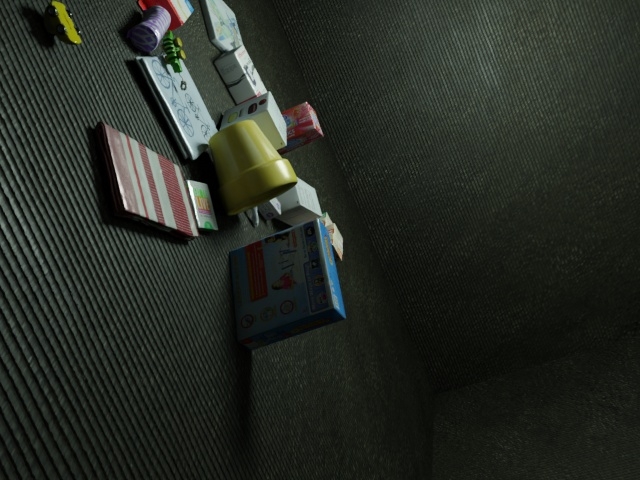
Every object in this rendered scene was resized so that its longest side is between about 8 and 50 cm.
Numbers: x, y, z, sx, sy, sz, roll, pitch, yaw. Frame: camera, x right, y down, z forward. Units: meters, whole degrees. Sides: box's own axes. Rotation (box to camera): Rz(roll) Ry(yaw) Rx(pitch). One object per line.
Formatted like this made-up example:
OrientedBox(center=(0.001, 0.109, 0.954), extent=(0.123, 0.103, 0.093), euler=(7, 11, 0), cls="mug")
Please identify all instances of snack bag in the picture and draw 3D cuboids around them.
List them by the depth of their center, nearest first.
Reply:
OrientedBox(center=(-0.432, -0.430, 1.793), extent=(0.342, 0.037, 0.323), euler=(-78, 144, -68), cls="snack bag")

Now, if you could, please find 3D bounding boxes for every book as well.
OrientedBox(center=(-0.348, -0.097, 1.657), extent=(0.096, 0.035, 0.144), euler=(10, 62, -68), cls="book")

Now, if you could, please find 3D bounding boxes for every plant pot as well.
OrientedBox(center=(-0.233, -0.237, 1.827), extent=(0.239, 0.254, 0.254), euler=(64, 16, 1), cls="plant pot")

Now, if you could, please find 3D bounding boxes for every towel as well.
OrientedBox(center=(-0.425, -0.134, 1.438), extent=(0.329, 0.037, 0.237), euler=(32, 38, -68), cls="towel")

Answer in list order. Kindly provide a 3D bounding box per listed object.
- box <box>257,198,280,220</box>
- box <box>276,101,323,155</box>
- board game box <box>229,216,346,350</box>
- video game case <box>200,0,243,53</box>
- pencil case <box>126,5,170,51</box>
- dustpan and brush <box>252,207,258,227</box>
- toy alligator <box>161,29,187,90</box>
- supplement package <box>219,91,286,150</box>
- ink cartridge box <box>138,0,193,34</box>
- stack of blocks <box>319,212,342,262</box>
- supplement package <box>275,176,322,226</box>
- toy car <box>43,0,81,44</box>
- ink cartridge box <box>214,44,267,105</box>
OrientedBox(center=(-0.246, -0.199, 2.061), extent=(0.324, 0.067, 0.063), euler=(55, 21, -44), cls="box")
OrientedBox(center=(-0.135, -0.456, 2.406), extent=(0.122, 0.256, 0.128), euler=(24, 47, -71), cls="box")
OrientedBox(center=(-0.103, 0.125, 1.677), extent=(0.086, 0.301, 0.308), euler=(48, 26, -53), cls="board game box")
OrientedBox(center=(-0.417, -0.919, 2.474), extent=(0.300, 0.036, 0.329), euler=(28, 43, -67), cls="video game case")
OrientedBox(center=(-0.508, -0.638, 1.723), extent=(0.088, 0.086, 0.206), euler=(23, 33, -19), cls="pencil case")
OrientedBox(center=(-0.235, -0.149, 1.996), extent=(0.060, 0.147, 0.211), euler=(36, -48, 44), cls="dustpan and brush")
OrientedBox(center=(-0.440, -0.546, 1.729), extent=(0.051, 0.056, 0.190), euler=(-5, 80, -75), cls="toy alligator")
OrientedBox(center=(-0.238, -0.403, 2.069), extent=(0.203, 0.194, 0.149), euler=(-97, 162, -58), cls="supplement package")
OrientedBox(center=(-0.507, -0.774, 1.905), extent=(0.134, 0.078, 0.231), euler=(59, 19, -32), cls="ink cartridge box")
OrientedBox(center=(0.000, 0.000, 2.429), extent=(0.087, 0.171, 0.297), euler=(61, 17, -27), cls="stack of blocks")
OrientedBox(center=(-0.108, -0.156, 2.328), extent=(0.244, 0.139, 0.134), euler=(26, 47, -69), cls="supplement package")
OrientedBox(center=(-0.630, -0.566, 1.272), extent=(0.225, 0.053, 0.239), euler=(38, 33, -60), cls="toy car")
OrientedBox(center=(-0.317, -0.655, 2.346), extent=(0.237, 0.100, 0.172), euler=(62, 16, -24), cls="ink cartridge box")
